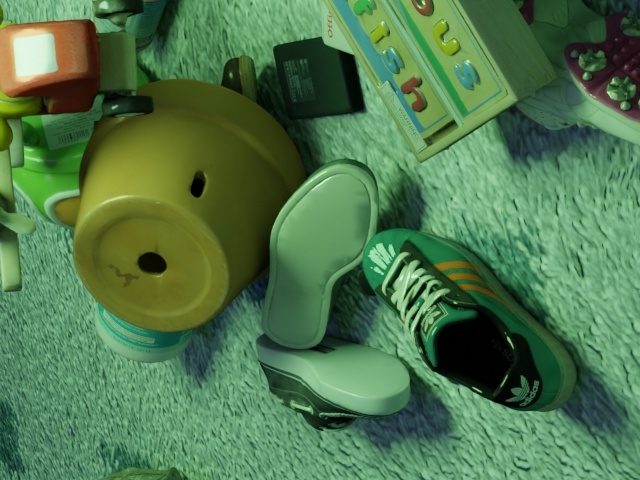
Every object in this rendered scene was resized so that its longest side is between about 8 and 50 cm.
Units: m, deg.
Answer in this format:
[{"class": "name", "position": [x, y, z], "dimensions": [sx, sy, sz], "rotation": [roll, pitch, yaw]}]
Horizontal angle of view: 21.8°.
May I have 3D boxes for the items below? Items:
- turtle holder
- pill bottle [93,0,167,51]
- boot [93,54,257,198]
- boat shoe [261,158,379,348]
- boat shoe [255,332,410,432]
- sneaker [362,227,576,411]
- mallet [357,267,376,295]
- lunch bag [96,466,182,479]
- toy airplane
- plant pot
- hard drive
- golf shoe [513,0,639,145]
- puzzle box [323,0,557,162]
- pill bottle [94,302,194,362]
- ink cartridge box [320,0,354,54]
[{"class": "turtle holder", "position": [-0.359, -0.152, 2.345], "dimensions": [0.320, 0.243, 0.227], "rotation": [31, 147, 34]}, {"class": "pill bottle", "position": [-0.247, -0.333, 2.230], "dimensions": [0.087, 0.087, 0.160], "rotation": [57, 143, 22]}, {"class": "boot", "position": [-0.187, -0.136, 2.127], "dimensions": [0.090, 0.207, 0.248], "rotation": [-91, 8, -48]}, {"class": "boat shoe", "position": [0.000, 0.000, 2.006], "dimensions": [0.116, 0.099, 0.319], "rotation": [19, 137, -1]}, {"class": "boat shoe", "position": [0.015, 0.189, 2.077], "dimensions": [0.301, 0.108, 0.102], "rotation": [15, 116, 55]}, {"class": "sneaker", "position": [0.139, 0.076, 1.805], "dimensions": [0.302, 0.121, 0.108], "rotation": [39, 107, 34]}, {"class": "mallet", "position": [0.127, 0.089, 1.939], "dimensions": [0.190, 0.062, 0.039], "rotation": [44, 141, 14]}, {"class": "lunch bag", "position": [-0.269, 0.480, 2.570], "dimensions": [0.287, 0.169, 0.235], "rotation": [-12, 95, 61]}, {"class": "toy airplane", "position": [-0.397, -0.192, 1.979], "dimensions": [0.386, 0.272, 0.384], "rotation": [56, 138, 36]}, {"class": "plant pot", "position": [-0.176, -0.024, 2.043], "dimensions": [0.291, 0.203, 0.291], "rotation": [7, 125, 10]}, {"class": "hard drive", "position": [-0.004, -0.196, 1.999], "dimensions": [0.135, 0.022, 0.094], "rotation": [0, 105, 56]}, {"class": "golf shoe", "position": [0.252, -0.156, 1.591], "dimensions": [0.306, 0.115, 0.140], "rotation": [45, 153, 39]}, {"class": "puzzle box", "position": [0.058, -0.285, 1.637], "dimensions": [0.409, 0.052, 0.272], "rotation": [59, 160, 1]}, {"class": "pill bottle", "position": [-0.223, 0.039, 2.316], "dimensions": [0.146, 0.146, 0.264], "rotation": [52, 142, 27]}, {"class": "ink cartridge box", "position": [0.069, -0.256, 1.828], "dimensions": [0.150, 0.063, 0.109], "rotation": [27, 127, 47]}]
